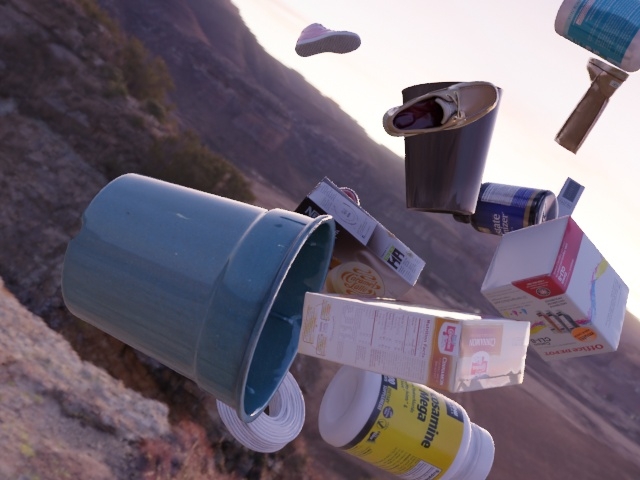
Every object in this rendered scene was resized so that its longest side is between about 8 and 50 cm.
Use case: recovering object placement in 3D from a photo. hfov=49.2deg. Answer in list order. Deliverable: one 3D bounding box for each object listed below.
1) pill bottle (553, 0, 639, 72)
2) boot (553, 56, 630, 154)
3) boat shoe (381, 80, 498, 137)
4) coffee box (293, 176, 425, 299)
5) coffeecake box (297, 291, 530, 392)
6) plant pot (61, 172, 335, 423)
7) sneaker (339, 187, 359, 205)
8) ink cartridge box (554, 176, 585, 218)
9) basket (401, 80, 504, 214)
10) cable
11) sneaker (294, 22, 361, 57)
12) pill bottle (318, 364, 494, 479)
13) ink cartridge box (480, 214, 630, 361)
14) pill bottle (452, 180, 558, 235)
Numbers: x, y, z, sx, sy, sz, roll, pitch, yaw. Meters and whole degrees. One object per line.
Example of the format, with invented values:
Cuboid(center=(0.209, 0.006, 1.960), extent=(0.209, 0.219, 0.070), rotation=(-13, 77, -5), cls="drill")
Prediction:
Cuboid(center=(0.666, -0.468, 1.549), extent=(0.264, 0.146, 0.146), rotation=(39, 8, 24), cls="pill bottle")
Cuboid(center=(0.803, -0.416, 2.137), extent=(0.089, 0.269, 0.236), rotation=(27, 21, -6), cls="boot")
Cuboid(center=(0.138, -0.145, 0.785), extent=(0.045, 0.136, 0.050), rotation=(-91, 162, -79), cls="boat shoe")
Cuboid(center=(0.050, 0.021, 1.293), extent=(0.246, 0.141, 0.098), rotation=(41, 35, -2), cls="coffee box")
Cuboid(center=(0.095, 0.099, 0.714), extent=(0.186, 0.068, 0.142), rotation=(7, -1, 40), cls="coffeecake box")
Cuboid(center=(-0.195, 0.064, 1.107), extent=(0.334, 0.341, 0.341), rotation=(21, 4, 10), cls="plant pot")
Cuboid(center=(0.000, 0.000, 1.603), extent=(0.098, 0.276, 0.135), rotation=(33, 3, 7), cls="sneaker")
Cuboid(center=(0.558, 0.000, 1.791), extent=(0.060, 0.275, 0.239), rotation=(33, -34, 7), cls="ink cartridge box")
Cuboid(center=(0.232, -0.166, 1.303), extent=(0.154, 0.226, 0.204), rotation=(6, 0, -45), cls="basket")
Cuboid(center=(-0.155, 0.430, 1.849), extent=(0.257, 0.089, 0.257), rotation=(-19, 80, -58), cls="cable")
Cuboid(center=(0.017, -0.405, 1.383), extent=(0.135, 0.070, 0.051), rotation=(-4, -38, 17), cls="sneaker")
Cuboid(center=(0.179, 0.383, 1.417), extent=(0.334, 0.187, 0.188), rotation=(30, 8, -17), cls="pill bottle")
Cuboid(center=(0.358, 0.077, 1.055), extent=(0.176, 0.127, 0.128), rotation=(44, -37, -19), cls="ink cartridge box")
Cuboid(center=(0.420, -0.070, 1.607), extent=(0.219, 0.122, 0.123), rotation=(13, -10, 40), cls="pill bottle")
